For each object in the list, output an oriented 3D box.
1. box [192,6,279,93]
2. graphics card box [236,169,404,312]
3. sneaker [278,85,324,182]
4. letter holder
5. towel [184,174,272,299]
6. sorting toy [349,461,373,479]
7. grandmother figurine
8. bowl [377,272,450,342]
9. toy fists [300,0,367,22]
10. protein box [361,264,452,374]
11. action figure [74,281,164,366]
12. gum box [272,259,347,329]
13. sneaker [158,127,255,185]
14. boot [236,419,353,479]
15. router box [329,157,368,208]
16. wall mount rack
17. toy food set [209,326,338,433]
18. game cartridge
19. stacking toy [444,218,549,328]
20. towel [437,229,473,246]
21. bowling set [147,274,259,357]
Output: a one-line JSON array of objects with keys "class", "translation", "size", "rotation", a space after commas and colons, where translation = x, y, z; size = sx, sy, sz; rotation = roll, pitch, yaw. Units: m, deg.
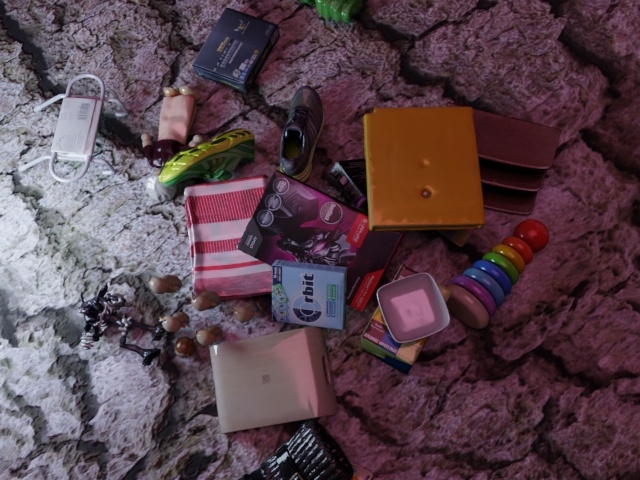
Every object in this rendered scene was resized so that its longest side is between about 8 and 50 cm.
[{"class": "box", "translation": [-0.257, -0.584, 1.890], "size": [0.184, 0.059, 0.232], "rotation": [23, 74, 13]}, {"class": "graphics card box", "translation": [0.000, 0.000, 1.594], "size": [0.371, 0.094, 0.232], "rotation": [28, 95, 3]}, {"class": "sneaker", "translation": [-0.054, -0.313, 1.749], "size": [0.111, 0.121, 0.299], "rotation": [5, 72, 6]}, {"class": "letter holder", "translation": [0.453, -0.211, 1.660], "size": [0.302, 0.152, 0.214], "rotation": [16, 75, 10]}, {"class": "towel", "translation": [-0.240, -0.006, 1.675], "size": [0.237, 0.037, 0.328], "rotation": [-8, 82, 2]}, {"class": "sorting toy", "translation": [0.086, 0.577, 1.482], "size": [0.075, 0.045, 0.083], "rotation": [15, 82, -1]}, {"class": "grandmother figurine", "translation": [-0.428, -0.276, 1.787], "size": [0.208, 0.104, 0.342], "rotation": [0, 72, 34]}, {"class": "bowl", "translation": [0.208, 0.156, 1.394], "size": [0.142, 0.053, 0.142], "rotation": [-19, 71, -3]}, {"class": "toy fists", "translation": [0.011, -0.774, 1.917], "size": [0.279, 0.096, 0.142], "rotation": [41, 69, 17]}, {"class": "protein box", "translation": [0.207, 0.199, 1.514], "size": [0.136, 0.200, 0.201], "rotation": [28, 75, 12]}, {"class": "action figure", "translation": [-0.542, 0.211, 1.606], "size": [0.276, 0.141, 0.164], "rotation": [24, 86, 10]}, {"class": "gum box", "translation": [-0.028, 0.135, 1.543], "size": [0.185, 0.041, 0.156], "rotation": [6, 111, 12]}, {"class": "sneaker", "translation": [-0.302, -0.210, 1.711], "size": [0.296, 0.123, 0.109], "rotation": [-27, 30, -22]}, {"class": "boot", "translation": [-0.017, 0.620, 1.416], "size": [0.260, 0.131, 0.348], "rotation": [-35, 72, -2]}, {"class": "router box", "translation": [0.127, -0.159, 1.666], "size": [0.179, 0.046, 0.133], "rotation": [-13, 62, -48]}, {"class": "wall mount rack", "translation": [-0.740, -0.313, 1.810], "size": [0.304, 0.130, 0.349], "rotation": [5, 72, 2]}, {"class": "toy food set", "translation": [-0.125, 0.354, 1.559], "size": [0.306, 0.092, 0.219], "rotation": [-12, 73, 8]}, {"class": "game cartridge", "translation": [0.256, -0.183, 1.558], "size": [0.286, 0.052, 0.323], "rotation": [-1, 72, -2]}, {"class": "stacking toy", "translation": [0.463, 0.066, 1.580], "size": [0.141, 0.141, 0.330], "rotation": [42, 75, 16]}, {"class": "towel", "translation": [0.366, -0.024, 1.677], "size": [0.083, 0.009, 0.060], "rotation": [35, 78, 15]}, {"class": "bowling set", "translation": [-0.312, 0.215, 1.560], "size": [0.287, 0.154, 0.199], "rotation": [16, 90, 2]}]
